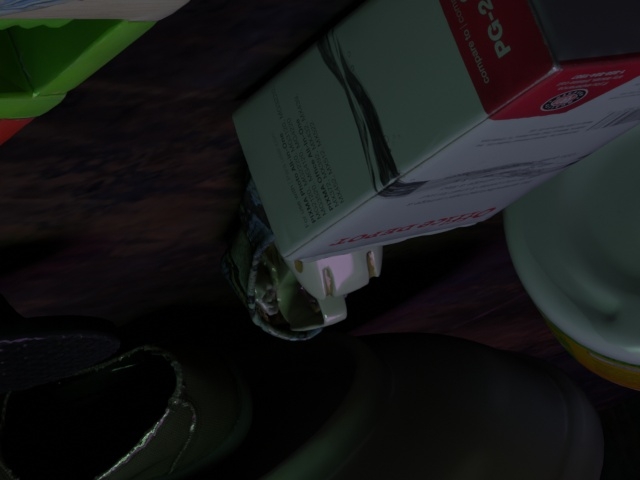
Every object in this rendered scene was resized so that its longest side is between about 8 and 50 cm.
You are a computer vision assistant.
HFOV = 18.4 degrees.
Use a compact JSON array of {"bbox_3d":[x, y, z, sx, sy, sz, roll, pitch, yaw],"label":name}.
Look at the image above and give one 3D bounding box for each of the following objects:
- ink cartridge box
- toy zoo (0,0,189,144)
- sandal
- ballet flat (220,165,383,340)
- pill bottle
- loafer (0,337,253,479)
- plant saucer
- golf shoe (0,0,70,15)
[{"bbox_3d":[0.057,-0.055,0.676,0.109,0.063,0.150,-11,165,-42],"label":"ink cartridge box"},{"bbox_3d":[-0.195,-0.007,0.524,0.293,0.030,0.192,-32,165,38],"label":"toy zoo"},{"bbox_3d":[-0.166,0.035,0.766,0.179,0.040,0.067,-3,157,-16],"label":"sandal"},{"bbox_3d":[0.000,0.000,0.819,0.070,0.070,0.188,-20,168,-11],"label":"ballet flat"},{"bbox_3d":[0.164,0.002,0.941,0.136,0.136,0.246,-23,168,6],"label":"pill bottle"},{"bbox_3d":[-0.160,0.109,0.993,0.251,0.094,0.087,-27,156,1],"label":"loafer"},{"bbox_3d":[-0.046,0.146,1.084,0.400,0.100,0.400,-25,-163,8],"label":"plant saucer"},{"bbox_3d":[-0.047,-0.080,0.420,0.176,0.069,0.086,-11,-178,-43],"label":"golf shoe"}]
